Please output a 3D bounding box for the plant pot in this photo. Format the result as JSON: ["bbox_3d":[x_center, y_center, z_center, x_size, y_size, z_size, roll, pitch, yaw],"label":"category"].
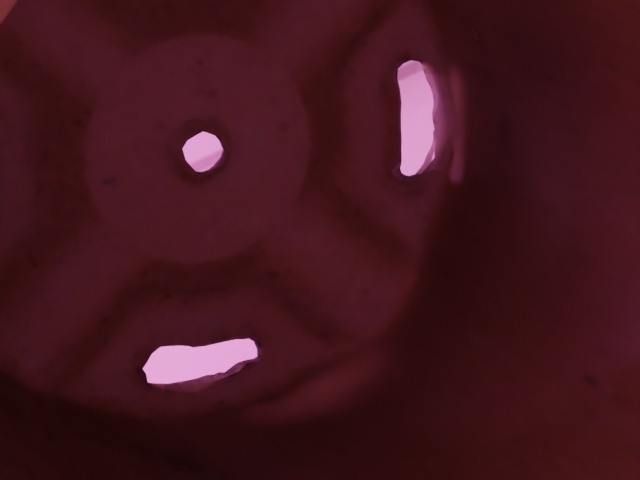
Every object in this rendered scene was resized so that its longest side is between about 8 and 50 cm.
[{"bbox_3d":[0.000,0.000,0.560,0.334,0.334,0.305,-34,24,-8],"label":"plant pot"}]
